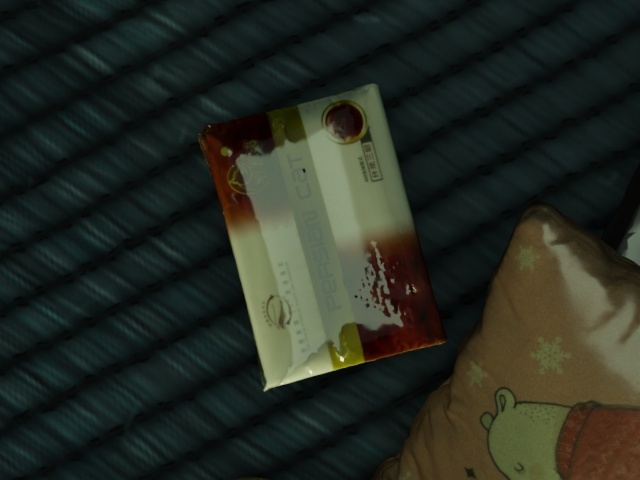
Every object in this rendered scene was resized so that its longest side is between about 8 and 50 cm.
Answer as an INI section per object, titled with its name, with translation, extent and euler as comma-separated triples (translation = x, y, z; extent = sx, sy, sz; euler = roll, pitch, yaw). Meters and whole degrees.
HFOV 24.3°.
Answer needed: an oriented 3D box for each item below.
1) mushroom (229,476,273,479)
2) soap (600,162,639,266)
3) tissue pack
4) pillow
[mushroom]
translation = -0.032, 0.201, 0.815
extent = 0.112, 0.148, 0.148
euler = 3, 85, -40
[soap]
translation = 0.336, -0.024, 0.835
extent = 0.296, 0.107, 0.285
euler = 29, 87, 1
[tissue pack]
translation = 0.001, 0.000, 0.835
extent = 0.106, 0.099, 0.148
euler = -15, 86, -2
[pillow]
translation = 0.155, 0.124, 0.784
extent = 0.223, 0.084, 0.236
euler = 29, 115, 7
